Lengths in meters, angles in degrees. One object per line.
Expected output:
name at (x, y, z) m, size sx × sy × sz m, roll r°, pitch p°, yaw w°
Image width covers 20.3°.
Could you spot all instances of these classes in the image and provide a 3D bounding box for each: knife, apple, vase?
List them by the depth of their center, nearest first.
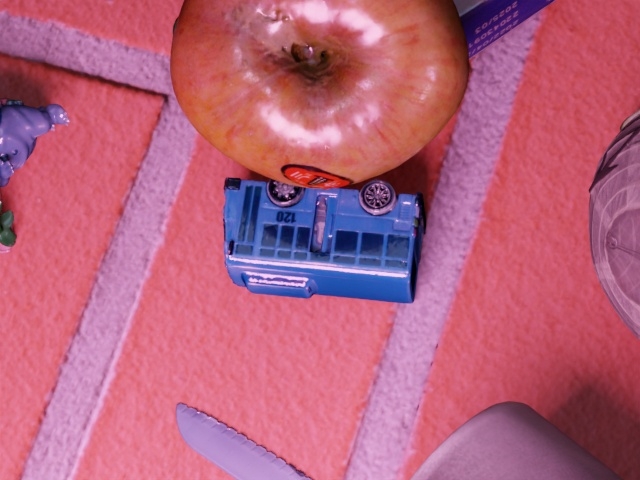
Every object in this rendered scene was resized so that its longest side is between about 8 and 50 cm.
vase at (0.202, 0.287, 1.447) m, size 0.291 × 0.245 × 0.245 m, roll 39°, pitch 79°, yaw 24°
apple at (0.000, -0.165, 1.561) m, size 0.261 × 0.194 × 0.260 m, roll 0°, pitch 98°, yaw 4°
knife at (-0.011, 0.237, 1.598) m, size 0.313 × 0.019 × 0.044 m, roll 32°, pitch 69°, yaw 17°

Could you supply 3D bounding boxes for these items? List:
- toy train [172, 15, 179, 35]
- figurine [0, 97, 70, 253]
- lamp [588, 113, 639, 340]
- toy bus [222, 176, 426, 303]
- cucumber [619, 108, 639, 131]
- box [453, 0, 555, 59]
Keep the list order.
toy train at (-0.057, -0.217, 1.699) m, size 0.136 × 0.091 × 0.227 m, roll 21°, pitch 95°, yaw 10°
figurine at (-0.314, -0.066, 1.691) m, size 0.178 × 0.114 × 0.144 m, roll -32°, pitch 84°, yaw -25°
lamp at (0.350, -0.009, 1.538) m, size 0.233 × 0.233 × 0.265 m, roll -43°, pitch 61°, yaw -9°
toy bus at (0.000, 0.000, 1.643) m, size 0.185 × 0.090 × 0.106 m, roll 5°, pitch 73°, yaw 8°
cucumber at (0.334, -0.103, 1.670) m, size 0.107 × 0.035 × 0.067 m, roll -11°, pitch 80°, yaw 9°
box at (0.091, -0.324, 1.740) m, size 0.200 × 0.106 × 0.299 m, roll -35°, pitch 69°, yaw -4°
